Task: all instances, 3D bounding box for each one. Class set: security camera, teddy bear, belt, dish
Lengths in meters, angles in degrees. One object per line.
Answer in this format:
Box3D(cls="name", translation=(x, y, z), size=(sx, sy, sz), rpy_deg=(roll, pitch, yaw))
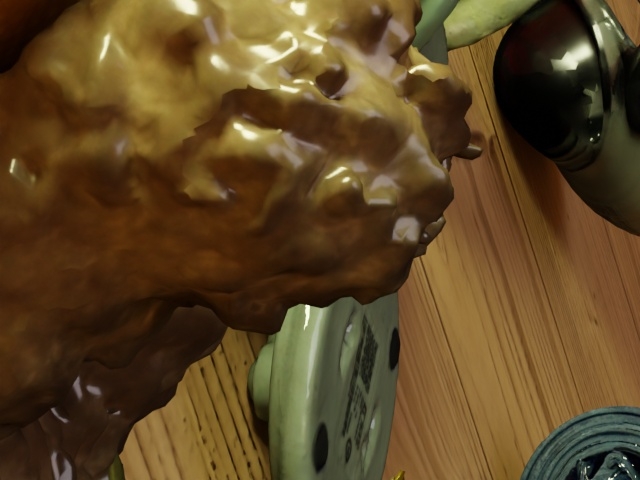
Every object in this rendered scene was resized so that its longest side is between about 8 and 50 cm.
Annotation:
Box3D(cls="security camera", translation=(0.000, 0.000, 0.836), size=(0.157, 0.080, 0.301), rpy_deg=(68, 28, -60))
Box3D(cls="teddy bear", translation=(-0.053, 0.104, 0.390), size=(0.222, 0.296, 0.246), rpy_deg=(55, 3, 7))
Box3D(cls="belt", translation=(0.187, 0.196, 1.079), size=(0.082, 0.141, 0.190), rpy_deg=(36, 46, -57))
Box3D(cls="dish", translation=(0.189, -0.124, 1.311), size=(0.273, 0.134, 0.273), rpy_deg=(167, -90, -71))

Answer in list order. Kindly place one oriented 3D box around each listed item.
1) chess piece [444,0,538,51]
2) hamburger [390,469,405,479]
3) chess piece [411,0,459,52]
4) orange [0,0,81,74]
Box3D(cls="chess piece", translation=(0.022, -0.233, 0.971), size=(0.251, 0.144, 0.144), rpy_deg=(53, 30, -36))
Box3D(cls="hamburger", translation=(0.017, 0.223, 0.630), size=(0.243, 0.139, 0.261), rpy_deg=(56, 27, -37))
Box3D(cls="chess piece", translation=(-0.078, -0.177, 0.688), size=(0.298, 0.176, 0.175), rpy_deg=(32, 45, -42))
Box3D(cls="orange", translation=(-0.133, -0.124, 0.354), size=(0.240, 0.240, 0.240), rpy_deg=(-15, 90, -69))
